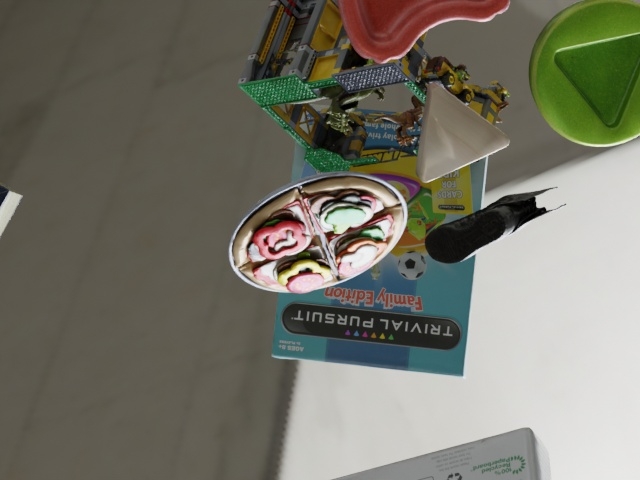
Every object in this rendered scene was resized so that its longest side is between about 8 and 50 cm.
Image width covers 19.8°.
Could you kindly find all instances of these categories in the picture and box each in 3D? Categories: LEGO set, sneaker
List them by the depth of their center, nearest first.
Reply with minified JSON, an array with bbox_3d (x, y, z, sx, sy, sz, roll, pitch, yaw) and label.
[{"bbox_3d":[0.075,-0.224,2.216,0.331,0.255,0.192,-12,-130,48],"label":"LEGO set"},{"bbox_3d":[0.212,-0.020,2.253,0.089,0.051,0.170,-26,-178,-43],"label":"sneaker"}]

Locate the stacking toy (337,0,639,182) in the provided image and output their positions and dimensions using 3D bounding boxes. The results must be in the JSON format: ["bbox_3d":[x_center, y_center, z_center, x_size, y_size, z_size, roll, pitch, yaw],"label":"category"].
[{"bbox_3d":[0.164,-0.216,1.613,0.309,0.280,0.130,-14,-161,-4],"label":"stacking toy"}]

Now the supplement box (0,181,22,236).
[{"bbox_3d":[-0.292,-0.016,1.504,0.083,0.056,0.083,-62,-179,-2],"label":"supplement box"}]

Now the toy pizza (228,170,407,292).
[{"bbox_3d":[0.000,0.000,1.980,0.201,0.201,0.032,-24,-126,7],"label":"toy pizza"}]

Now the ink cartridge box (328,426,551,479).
[{"bbox_3d":[0.079,0.371,1.784,0.324,0.071,0.330,-17,-128,22],"label":"ink cartridge box"}]

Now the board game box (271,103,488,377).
[{"bbox_3d":[0.082,0.001,2.407,0.253,0.336,0.079,5,175,7],"label":"board game box"}]
